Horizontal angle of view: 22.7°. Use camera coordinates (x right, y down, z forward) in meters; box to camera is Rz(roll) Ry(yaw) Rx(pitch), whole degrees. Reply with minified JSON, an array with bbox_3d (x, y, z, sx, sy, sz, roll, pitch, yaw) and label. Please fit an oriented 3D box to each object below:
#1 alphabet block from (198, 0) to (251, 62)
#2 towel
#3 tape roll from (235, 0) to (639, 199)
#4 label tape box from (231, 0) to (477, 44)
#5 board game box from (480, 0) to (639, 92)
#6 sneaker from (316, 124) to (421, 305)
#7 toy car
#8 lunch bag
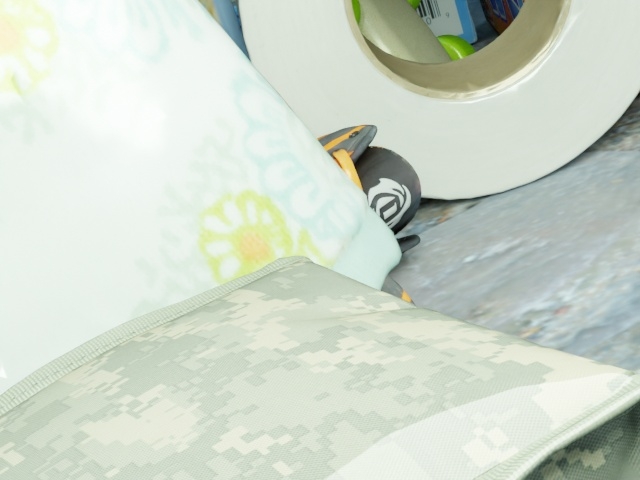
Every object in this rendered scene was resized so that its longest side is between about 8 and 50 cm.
[{"bbox_3d":[-0.168,-0.079,1.165,0.197,0.193,0.192,-7,21,31],"label":"alphabet block"},{"bbox_3d":[-0.185,0.018,0.617,0.374,0.320,0.090,-47,20,-17],"label":"towel"},{"bbox_3d":[0.084,-0.175,1.047,0.286,0.286,0.100,-19,19,1],"label":"tape roll"},{"bbox_3d":[-0.021,-0.226,1.540,0.249,0.115,0.348,-21,21,-5],"label":"label tape box"},{"bbox_3d":[0.278,-0.359,1.243,0.356,0.356,0.356,-19,19,2],"label":"board game box"},{"bbox_3d":[0.000,0.000,0.895,0.180,0.125,0.321,-29,22,-23],"label":"sneaker"},{"bbox_3d":[0.004,-0.116,1.253,0.188,0.149,0.155,-39,-4,29],"label":"toy car"},{"bbox_3d":[-0.050,0.138,0.509,0.287,0.169,0.235,-23,20,-25],"label":"lunch bag"}]
